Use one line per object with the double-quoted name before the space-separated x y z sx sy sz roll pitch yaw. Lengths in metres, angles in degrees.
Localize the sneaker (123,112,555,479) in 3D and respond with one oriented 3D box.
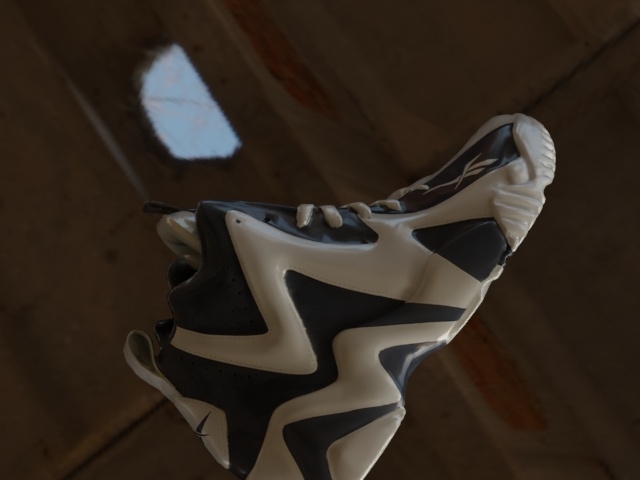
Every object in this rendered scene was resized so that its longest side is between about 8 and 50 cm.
"sneaker" 0.000 0.000 0.728 0.153 0.094 0.235 35 -109 1
